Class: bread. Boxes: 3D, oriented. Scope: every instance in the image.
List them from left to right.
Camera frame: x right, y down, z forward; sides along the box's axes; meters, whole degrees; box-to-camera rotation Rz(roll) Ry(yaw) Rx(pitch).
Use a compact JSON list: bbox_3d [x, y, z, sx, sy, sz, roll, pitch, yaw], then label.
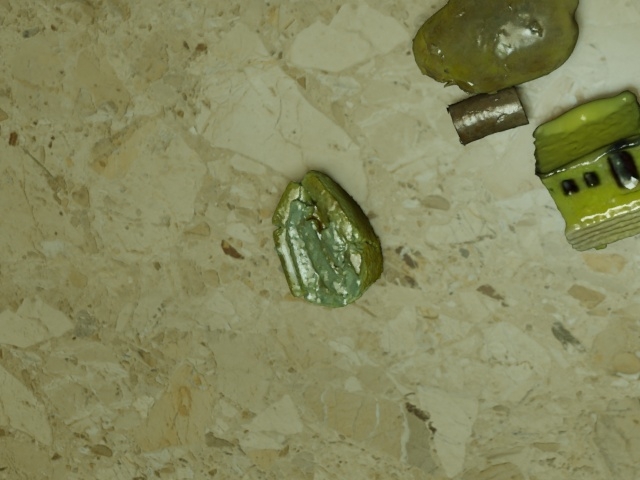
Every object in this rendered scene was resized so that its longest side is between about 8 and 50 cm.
[{"bbox_3d":[0.000,0.000,2.019,0.186,0.124,0.257,-22,94,21],"label":"bread"}]

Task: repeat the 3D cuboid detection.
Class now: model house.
[{"bbox_3d":[0.489,-0.102,1.833,0.193,0.174,0.234,-22,125,20],"label":"model house"}]

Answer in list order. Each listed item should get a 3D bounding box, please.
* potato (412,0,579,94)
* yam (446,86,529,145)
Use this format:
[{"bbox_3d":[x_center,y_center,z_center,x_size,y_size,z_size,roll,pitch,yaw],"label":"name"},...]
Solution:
[{"bbox_3d":[0.299,-0.351,1.834,0.296,0.141,0.191,-17,94,23],"label":"potato"},{"bbox_3d":[0.296,-0.223,1.898,0.127,0.084,0.084,-19,97,17],"label":"yam"}]
